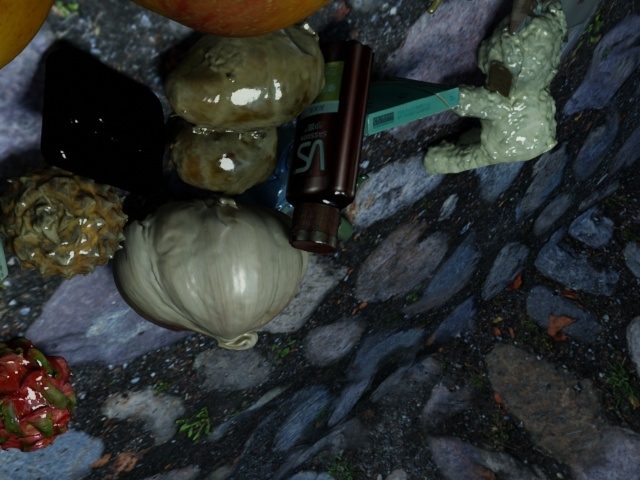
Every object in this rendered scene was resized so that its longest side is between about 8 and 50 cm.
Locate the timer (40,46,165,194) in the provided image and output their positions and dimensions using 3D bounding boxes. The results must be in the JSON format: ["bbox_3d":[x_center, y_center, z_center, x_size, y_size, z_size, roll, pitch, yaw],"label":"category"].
[{"bbox_3d":[-0.262,-0.145,0.876,0.055,0.144,0.187,-8,167,26],"label":"timer"}]

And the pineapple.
[{"bbox_3d":[-0.333,-0.029,0.928,0.166,0.166,0.193,-44,179,-1],"label":"pineapple"}]

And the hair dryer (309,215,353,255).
[{"bbox_3d":[0.000,0.000,1.561,0.150,0.047,0.071,-38,153,11],"label":"hair dryer"}]

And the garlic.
[{"bbox_3d":[-0.174,0.038,1.114,0.322,0.322,0.241,29,80,-62],"label":"garlic"}]

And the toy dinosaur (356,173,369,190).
[{"bbox_3d":[0.032,-0.103,1.274,0.120,0.079,0.292,-53,-177,-7],"label":"toy dinosaur"}]

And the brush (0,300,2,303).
[{"bbox_3d":[-0.526,0.056,0.889,0.103,0.047,0.233,-40,152,-9],"label":"brush"}]

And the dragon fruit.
[{"bbox_3d":[-0.478,0.239,1.114,0.160,0.167,0.171,-32,133,-57],"label":"dragon fruit"}]

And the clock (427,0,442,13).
[{"bbox_3d":[0.268,-0.514,1.132,0.235,0.096,0.308,-27,150,-32],"label":"clock"}]

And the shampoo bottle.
[{"bbox_3d":[0.009,-0.144,1.074,0.084,0.129,0.322,24,70,-46],"label":"shampoo bottle"}]

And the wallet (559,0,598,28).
[{"bbox_3d":[0.570,-0.566,1.514,0.170,0.069,0.231,-28,155,-21],"label":"wallet"}]

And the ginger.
[{"bbox_3d":[-0.123,-0.179,1.023,0.245,0.155,0.304,-29,158,-41],"label":"ginger"}]

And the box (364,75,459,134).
[{"bbox_3d":[0.109,-0.243,1.223,0.229,0.162,0.041,-23,122,-35],"label":"box"}]

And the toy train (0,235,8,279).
[{"bbox_3d":[-0.433,-0.042,0.867,0.048,0.055,0.251,-26,149,-33],"label":"toy train"}]

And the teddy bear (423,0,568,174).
[{"bbox_3d":[0.372,-0.351,1.504,0.327,0.375,0.362,-27,107,-30],"label":"teddy bear"}]

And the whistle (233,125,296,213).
[{"bbox_3d":[-0.060,-0.119,1.256,0.269,0.093,0.180,-49,161,-5],"label":"whistle"}]

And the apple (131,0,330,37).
[{"bbox_3d":[-0.092,-0.352,0.609,0.340,0.339,0.339,-33,151,-21],"label":"apple"}]

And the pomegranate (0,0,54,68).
[{"bbox_3d":[-0.352,-0.238,0.377,0.417,0.416,0.416,-33,151,-21],"label":"pomegranate"}]
